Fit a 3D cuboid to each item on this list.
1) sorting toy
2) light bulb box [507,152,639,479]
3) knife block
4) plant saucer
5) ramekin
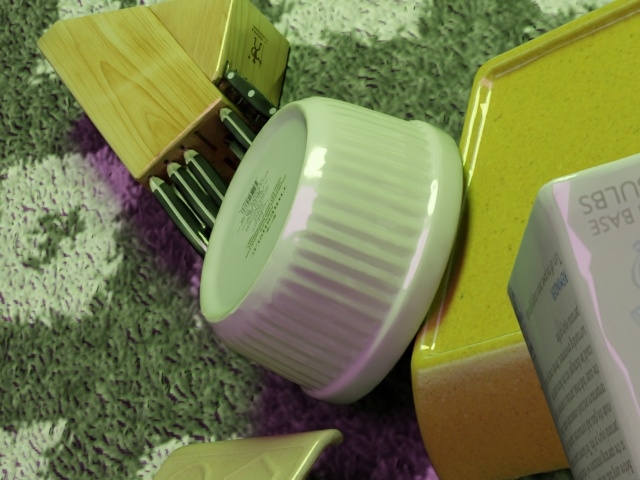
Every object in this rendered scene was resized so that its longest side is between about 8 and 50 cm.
[{"bbox_3d":[-0.090,0.211,1.265,0.193,0.038,0.208,-14,31,53],"label":"sorting toy"},{"bbox_3d":[0.311,0.113,0.841,0.358,0.225,0.361,-18,78,-1],"label":"light bulb box"},{"bbox_3d":[-0.120,-0.072,1.491,0.275,0.088,0.242,-5,60,32],"label":"knife block"},{"bbox_3d":[0.176,-0.027,1.179,0.333,0.081,0.333,-22,49,54],"label":"plant saucer"},{"bbox_3d":[0.000,0.000,1.289,0.207,0.109,0.207,-54,23,36],"label":"ramekin"}]
